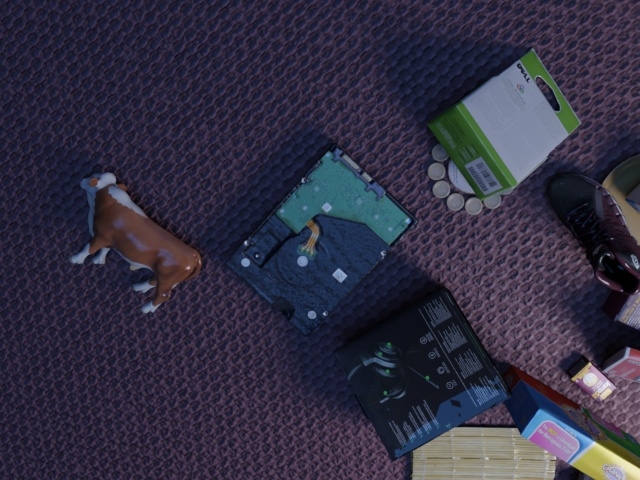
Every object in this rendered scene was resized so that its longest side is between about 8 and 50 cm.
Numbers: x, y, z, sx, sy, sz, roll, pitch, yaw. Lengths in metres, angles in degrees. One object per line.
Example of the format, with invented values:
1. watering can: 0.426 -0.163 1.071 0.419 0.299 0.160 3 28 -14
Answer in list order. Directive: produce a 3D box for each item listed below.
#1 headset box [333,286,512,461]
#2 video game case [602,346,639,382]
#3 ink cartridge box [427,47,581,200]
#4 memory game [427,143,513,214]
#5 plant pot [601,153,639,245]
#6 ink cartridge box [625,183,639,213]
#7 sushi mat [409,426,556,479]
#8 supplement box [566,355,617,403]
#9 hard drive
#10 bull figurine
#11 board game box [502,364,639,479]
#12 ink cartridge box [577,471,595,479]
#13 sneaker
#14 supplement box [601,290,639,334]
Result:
1. headset box: 0.197 0.270 1.417 0.283 0.131 0.246 -33 76 8
2. video game case: 0.712 0.274 1.360 0.285 0.204 0.025 16 76 15
3. ink cartridge box: 0.363 -0.226 1.367 0.255 0.097 0.189 -38 95 -29
4. memory game: 0.309 -0.144 1.430 0.186 0.012 0.186 1 101 3
5. plant pot: 0.665 -0.061 1.412 0.236 0.032 0.236 1 100 4
6. ink cartridge box: 0.681 -0.059 1.348 0.143 0.092 0.090 40 100 -6
7. sushi mat: 0.353 0.477 1.541 0.316 0.019 0.151 0 100 3
8. supplement box: 0.568 0.293 1.479 0.083 0.043 0.055 41 100 -5
9. hard drive: 0.000 0.000 1.452 0.237 0.064 0.339 41 101 -4
10. bull figurine: -0.400 0.001 1.461 0.310 0.101 0.188 38 105 -1
11. board game box: 0.521 0.391 1.401 0.316 0.242 0.064 31 100 -3
12. ink cartridge box: 0.653 0.653 1.496 0.275 0.060 0.239 19 110 18
13. sneaker: 0.523 -0.013 1.328 0.106 0.162 0.281 -46 73 29
14. supplement box: 0.687 0.150 1.425 0.188 0.081 0.104 27 101 -2
